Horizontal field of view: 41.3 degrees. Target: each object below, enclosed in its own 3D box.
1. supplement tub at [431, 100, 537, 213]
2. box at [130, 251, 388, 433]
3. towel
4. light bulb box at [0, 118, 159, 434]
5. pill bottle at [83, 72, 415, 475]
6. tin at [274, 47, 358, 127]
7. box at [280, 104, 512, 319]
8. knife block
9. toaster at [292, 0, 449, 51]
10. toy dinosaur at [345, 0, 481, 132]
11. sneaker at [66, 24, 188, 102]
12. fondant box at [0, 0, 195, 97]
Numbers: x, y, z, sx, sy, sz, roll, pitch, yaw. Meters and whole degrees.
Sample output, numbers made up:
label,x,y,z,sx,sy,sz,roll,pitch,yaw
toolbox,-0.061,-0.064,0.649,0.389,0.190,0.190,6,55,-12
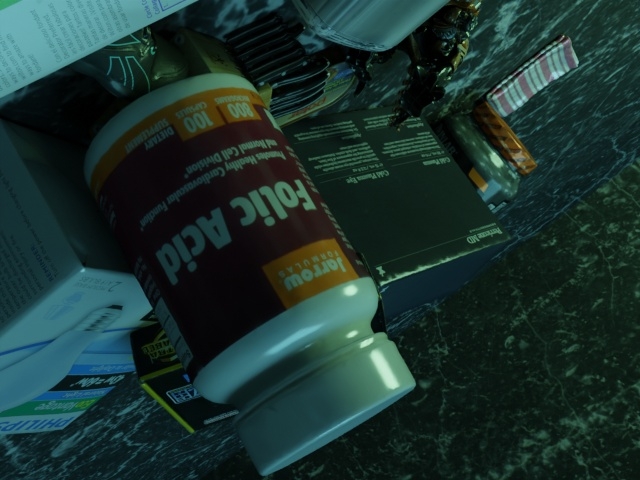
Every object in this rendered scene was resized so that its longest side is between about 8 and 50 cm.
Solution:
label,x,y,z,sx,sy,sz,roll,pitch,yaw
supplement tub,0.242,-0.105,1.674,0.338,0.207,0.207,-39,160,17
box,-0.068,0.150,1.169,0.322,0.079,0.257,-19,151,-2
towel,0.426,-0.324,1.707,0.197,0.029,0.144,-38,160,14
light bulb box,-0.372,0.071,1.098,0.361,0.225,0.358,-39,161,14
pill bottle,-0.077,0.035,0.924,0.224,0.392,0.224,-29,166,-8
tin,-0.031,-0.216,1.229,0.189,0.040,0.106,-27,156,-20
box,0.085,-0.042,1.416,0.343,0.312,0.179,-15,154,-40
knife block,-0.126,-0.173,1.098,0.275,0.088,0.242,-41,159,22
toaster,0.060,-0.312,0.995,0.146,0.129,0.227,-42,161,30
toy dinosaur,0.160,-0.276,1.217,0.218,0.164,0.322,-44,142,-37
sneaker,-0.210,-0.211,0.853,0.106,0.101,0.267,-43,159,21
fondant box,-0.188,-0.276,0.646,0.330,0.096,0.238,-30,144,-11
